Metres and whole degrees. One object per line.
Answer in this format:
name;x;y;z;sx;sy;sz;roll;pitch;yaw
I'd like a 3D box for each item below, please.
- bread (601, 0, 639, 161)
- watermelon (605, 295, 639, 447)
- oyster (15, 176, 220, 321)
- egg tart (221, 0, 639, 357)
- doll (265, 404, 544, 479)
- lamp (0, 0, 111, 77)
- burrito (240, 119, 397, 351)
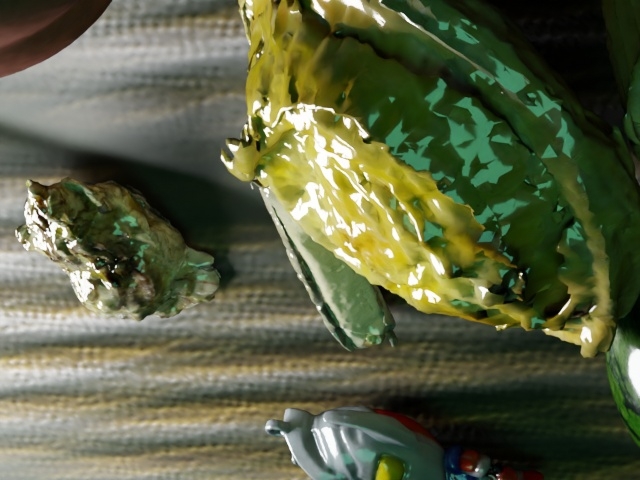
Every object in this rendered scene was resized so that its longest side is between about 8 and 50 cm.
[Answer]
bread;0.248;-0.106;0.858;0.240;0.139;0.240;7;137;7
watermelon;0.245;0.065;0.972;0.188;0.214;0.188;11;140;9
oyster;-0.144;0.005;1.155;0.108;0.053;0.165;-5;140;36
egg tart;0.042;-0.036;0.936;0.291;0.107;0.291;39;164;14
doll;0.055;0.151;1.231;0.195;0.062;0.104;17;175;-10
lamp;-0.234;-0.173;0.837;0.305;0.239;0.305;17;164;5
burrito;0.000;0.000;1.114;0.045;0.041;0.185;-22;128;5
